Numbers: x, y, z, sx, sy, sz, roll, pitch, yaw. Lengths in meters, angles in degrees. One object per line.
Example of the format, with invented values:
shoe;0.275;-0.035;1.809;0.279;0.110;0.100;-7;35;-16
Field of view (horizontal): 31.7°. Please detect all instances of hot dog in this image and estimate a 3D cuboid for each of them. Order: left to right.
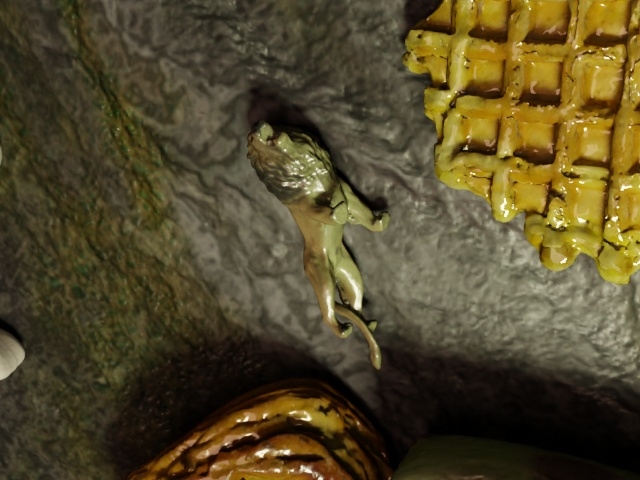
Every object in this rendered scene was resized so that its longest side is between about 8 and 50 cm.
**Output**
hot dog;-0.069;0.236;0.965;0.272;0.122;0.196;-35;105;26

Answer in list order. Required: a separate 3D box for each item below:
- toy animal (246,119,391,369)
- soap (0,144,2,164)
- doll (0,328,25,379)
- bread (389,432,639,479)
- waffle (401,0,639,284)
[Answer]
toy animal;0.014;0.001;0.866;0.086;0.069;0.219;-9;106;44
soap;-0.464;-0.021;0.855;0.305;0.338;0.169;-11;111;23
doll;-0.346;0.116;1.036;0.160;0.059;0.161;-4;111;19
bread;0.216;0.248;0.840;0.338;0.187;0.155;12;98;14
waffle;0.189;-0.111;0.732;0.291;0.051;0.291;5;99;29
